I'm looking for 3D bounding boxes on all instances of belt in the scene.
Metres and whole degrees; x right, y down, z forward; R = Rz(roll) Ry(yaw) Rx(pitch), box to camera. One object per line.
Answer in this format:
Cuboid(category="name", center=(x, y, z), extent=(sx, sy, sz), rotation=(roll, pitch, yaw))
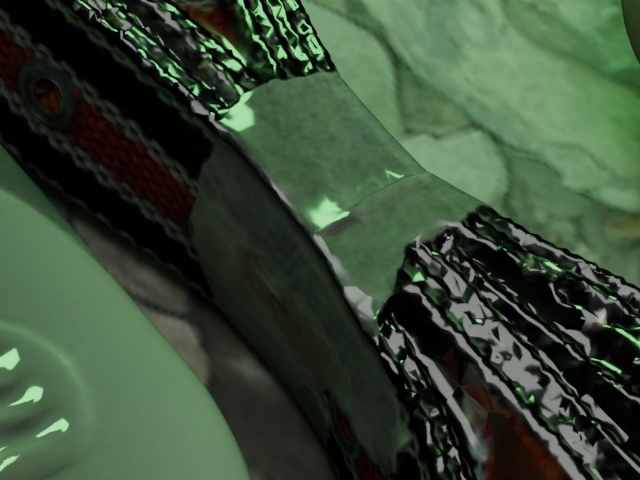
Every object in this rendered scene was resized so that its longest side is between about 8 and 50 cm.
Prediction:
Cuboid(category="belt", center=(0.000, 0.000, 0.599), extent=(0.126, 0.094, 0.359), rotation=(-35, 71, -27))

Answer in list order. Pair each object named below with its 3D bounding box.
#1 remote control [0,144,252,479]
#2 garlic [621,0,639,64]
Cuboid(category="remote control", center=(-0.158, 0.047, 0.528), extent=(0.221, 0.103, 0.332), rotation=(-32, 69, -30))
Cuboid(category="garlic", center=(0.225, -0.046, 0.634), extent=(0.281, 0.203, 0.184), rotation=(10, 77, 36))
